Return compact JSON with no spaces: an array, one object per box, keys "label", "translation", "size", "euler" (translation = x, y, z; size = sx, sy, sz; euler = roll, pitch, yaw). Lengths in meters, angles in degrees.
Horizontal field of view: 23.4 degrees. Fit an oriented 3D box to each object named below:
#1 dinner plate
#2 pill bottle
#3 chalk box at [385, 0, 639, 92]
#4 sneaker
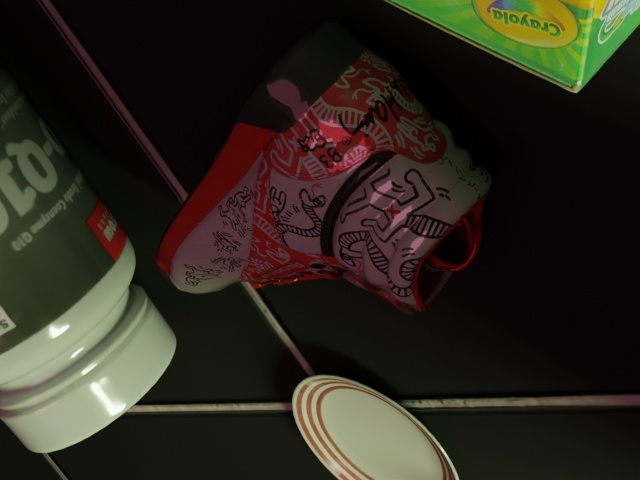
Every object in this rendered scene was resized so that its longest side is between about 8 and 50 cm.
[{"label":"dinner plate","translation":[0.041,0.143,1.080],"size":[0.141,0.017,0.141],"euler":[29,146,22]},{"label":"pill bottle","translation":[-0.232,-0.002,1.076],"size":[0.161,0.161,0.283],"euler":[-7,123,51]},{"label":"chalk box","translation":[0.081,-0.157,0.582],"size":[0.132,0.132,0.213],"euler":[28,145,23]},{"label":"sneaker","translation":[-0.001,0.000,0.892],"size":[0.145,0.090,0.270],"euler":[43,145,5]}]
